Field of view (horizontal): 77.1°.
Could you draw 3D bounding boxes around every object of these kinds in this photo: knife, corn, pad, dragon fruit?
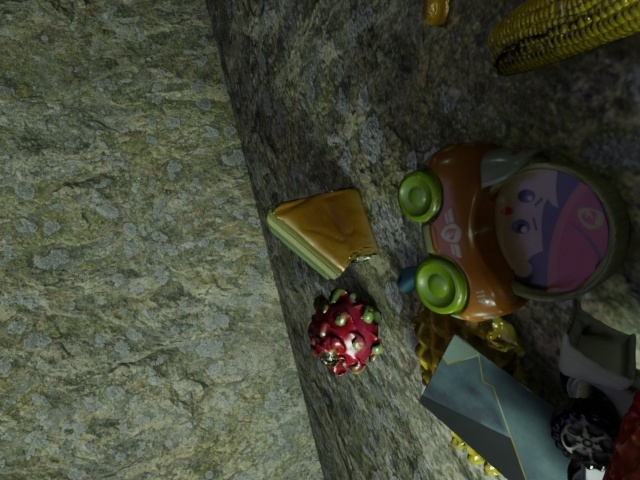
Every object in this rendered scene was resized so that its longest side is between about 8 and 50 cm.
[{"bbox_3d":[0.202,0.061,0.712,0.058,0.032,0.244,-69,11,-17],"label":"knife"},{"bbox_3d":[0.235,-0.207,0.370,0.203,0.072,0.072,-163,61,-71],"label":"corn"},{"bbox_3d":[0.258,0.259,0.554,0.243,0.004,0.164,37,129,33],"label":"pad"},{"bbox_3d":[0.052,0.227,1.049,0.218,0.198,0.273,71,165,-10],"label":"dragon fruit"}]

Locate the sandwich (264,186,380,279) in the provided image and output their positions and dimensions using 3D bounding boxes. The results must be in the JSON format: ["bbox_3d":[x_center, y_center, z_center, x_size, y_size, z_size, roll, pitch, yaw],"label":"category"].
[{"bbox_3d":[0.000,0.000,0.986,0.155,0.227,0.198,132,123,-70],"label":"sandwich"}]

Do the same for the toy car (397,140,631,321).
[{"bbox_3d":[0.226,-0.019,0.472,0.235,0.145,0.235,18,114,48],"label":"toy car"}]

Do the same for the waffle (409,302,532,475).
[{"bbox_3d":[0.246,0.229,0.674,0.307,0.060,0.312,122,132,-69],"label":"waffle"}]

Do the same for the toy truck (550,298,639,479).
[{"bbox_3d":[0.295,0.208,0.398,0.111,0.136,0.286,-3,99,38],"label":"toy truck"}]

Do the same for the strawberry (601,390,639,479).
[{"bbox_3d":[0.269,0.187,0.195,0.238,0.288,0.250,23,146,57],"label":"strawberry"}]

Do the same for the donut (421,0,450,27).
[{"bbox_3d":[0.153,-0.348,0.570,0.067,0.038,0.083,-137,39,-56],"label":"donut"}]
